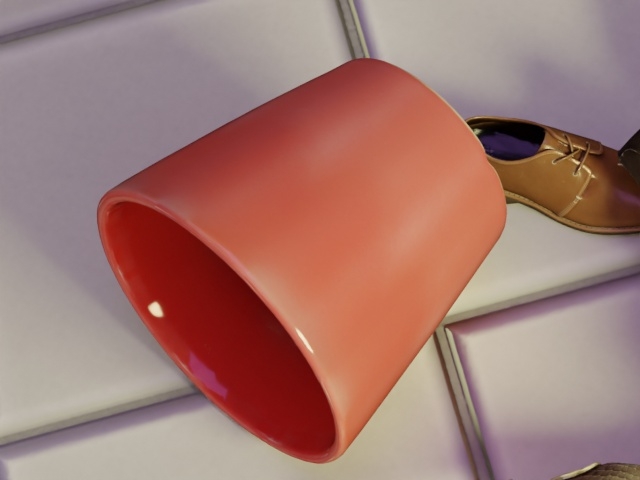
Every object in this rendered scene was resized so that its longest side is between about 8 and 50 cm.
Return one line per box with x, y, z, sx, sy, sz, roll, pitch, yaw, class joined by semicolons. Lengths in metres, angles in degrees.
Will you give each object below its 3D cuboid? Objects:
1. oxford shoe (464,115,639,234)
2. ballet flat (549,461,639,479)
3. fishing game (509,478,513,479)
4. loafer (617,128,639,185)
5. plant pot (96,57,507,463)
0.213;-0.059;1.639;0.212;0.076;0.076;12;64;11;oxford shoe
0.288;0.180;1.500;0.250;0.084;0.058;-6;77;-1;ballet flat
0.107;0.320;1.484;0.189;0.041;0.264;-8;72;6;fishing game
0.313;-0.003;1.585;0.078;0.080;0.220;-28;80;30;loafer
0.000;0.000;1.553;0.275;0.275;0.243;38;64;23;plant pot
